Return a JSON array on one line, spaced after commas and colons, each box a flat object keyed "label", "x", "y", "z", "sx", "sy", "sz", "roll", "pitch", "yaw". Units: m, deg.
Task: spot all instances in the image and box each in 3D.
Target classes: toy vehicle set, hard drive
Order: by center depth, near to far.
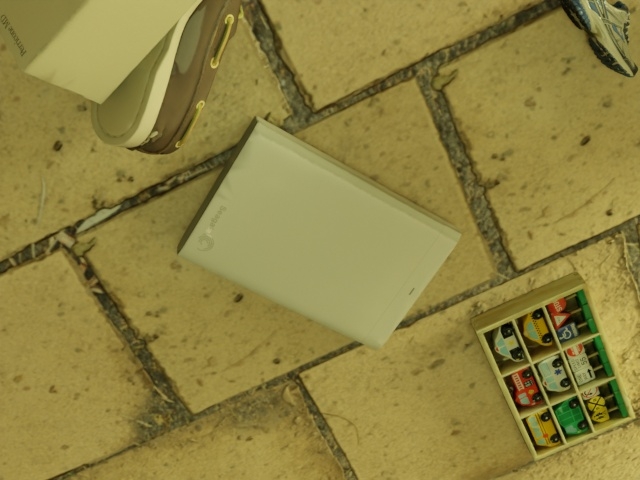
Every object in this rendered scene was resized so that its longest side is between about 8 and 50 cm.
[{"label": "hard drive", "x": 0.000, "y": 0.000, "z": 1.070, "sx": 0.308, "sy": 0.040, "sz": 0.203, "roll": 27, "pitch": 109, "yaw": -19}, {"label": "toy vehicle set", "x": 0.341, "y": 0.189, "z": 1.206, "sx": 0.166, "sy": 0.035, "sz": 0.266, "roll": -26, "pitch": 116, "yaw": 5}]

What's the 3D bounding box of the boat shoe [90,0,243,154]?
[{"label": "boat shoe", "x": -0.142, "y": -0.246, "z": 0.903, "sx": 0.097, "sy": 0.117, "sz": 0.324, "roll": 11, "pitch": 105, "yaw": -57}]

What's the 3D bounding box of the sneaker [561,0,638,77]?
[{"label": "sneaker", "x": 0.350, "y": -0.254, "z": 0.991, "sx": 0.058, "sy": 0.052, "sz": 0.135, "roll": -41, "pitch": 114, "yaw": 7}]

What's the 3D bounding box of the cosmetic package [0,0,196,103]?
[{"label": "cosmetic package", "x": -0.185, "y": -0.305, "z": 0.810, "sx": 0.309, "sy": 0.160, "sz": 0.113, "roll": -43, "pitch": 155, "yaw": 15}]
